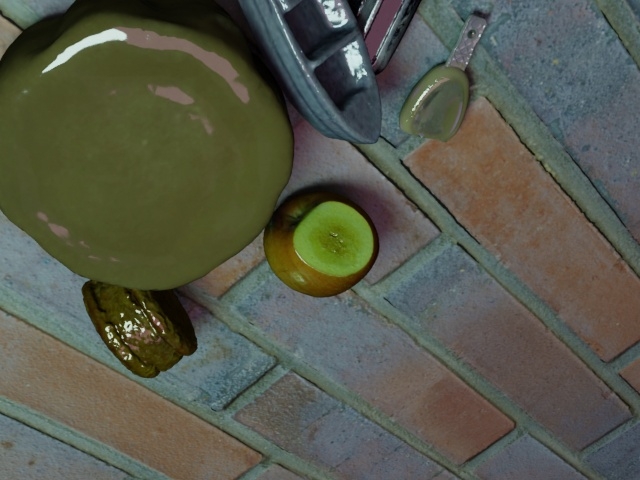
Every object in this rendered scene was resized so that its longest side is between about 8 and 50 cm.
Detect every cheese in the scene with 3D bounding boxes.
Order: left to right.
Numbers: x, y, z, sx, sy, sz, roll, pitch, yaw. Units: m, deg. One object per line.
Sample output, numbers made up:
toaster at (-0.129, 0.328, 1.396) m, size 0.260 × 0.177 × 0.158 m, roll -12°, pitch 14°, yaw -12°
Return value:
cheese at (0.182, -0.230, 1.203) m, size 0.097 × 0.037 × 0.192 m, roll 9°, pitch 124°, yaw -22°

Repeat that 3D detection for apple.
apple at (-0.004, 0.005, 1.255) m, size 0.147 × 0.163 × 0.146 m, roll 47°, pitch 63°, yaw -25°

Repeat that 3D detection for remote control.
remote control at (0.098, -0.325, 1.087) m, size 0.090 × 0.066 × 0.266 m, roll 15°, pitch 122°, yaw -26°

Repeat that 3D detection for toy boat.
toy boat at (-0.007, -0.240, 1.051) m, size 0.078 × 0.127 × 0.283 m, roll -6°, pitch 120°, yaw 43°

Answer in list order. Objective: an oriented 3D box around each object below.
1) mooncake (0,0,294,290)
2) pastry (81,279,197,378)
mooncake at (-0.225, -0.137, 1.075) m, size 0.378 × 0.201 × 0.379 m, roll -5°, pitch 124°, yaw -8°
pastry at (-0.266, 0.113, 1.257) m, size 0.103 × 0.189 × 0.189 m, roll -33°, pitch 128°, yaw 1°
